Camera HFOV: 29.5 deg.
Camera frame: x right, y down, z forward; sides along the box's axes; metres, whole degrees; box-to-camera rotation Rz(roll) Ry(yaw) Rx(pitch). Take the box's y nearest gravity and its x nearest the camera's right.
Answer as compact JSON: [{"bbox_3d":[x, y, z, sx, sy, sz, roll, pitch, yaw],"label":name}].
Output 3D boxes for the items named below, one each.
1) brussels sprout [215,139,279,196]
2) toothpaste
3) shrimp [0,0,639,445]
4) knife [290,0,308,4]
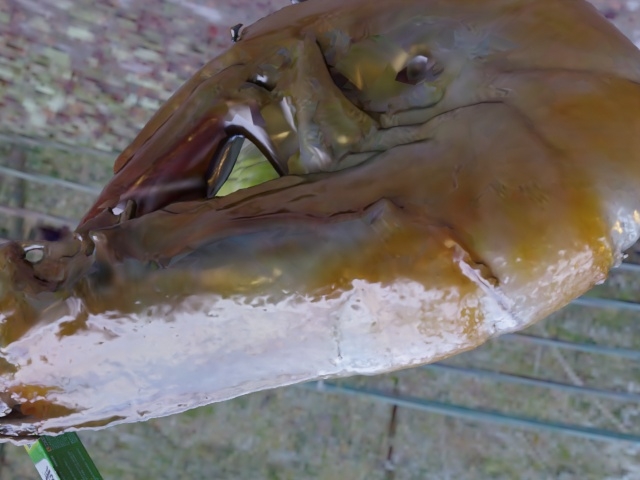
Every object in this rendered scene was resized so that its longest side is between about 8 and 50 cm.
[{"bbox_3d":[0.000,0.000,1.617,0.344,0.268,0.344,10,-156,-5],"label":"brussels sprout"},{"bbox_3d":[-0.283,0.208,1.268,0.043,0.178,0.037,-12,143,-39],"label":"toothpaste"},{"bbox_3d":[-0.031,-0.014,0.395,0.287,0.152,0.063,-16,148,2],"label":"shrimp"},{"bbox_3d":[0.025,-0.197,1.164,0.230,0.060,0.028,49,138,16],"label":"knife"}]
